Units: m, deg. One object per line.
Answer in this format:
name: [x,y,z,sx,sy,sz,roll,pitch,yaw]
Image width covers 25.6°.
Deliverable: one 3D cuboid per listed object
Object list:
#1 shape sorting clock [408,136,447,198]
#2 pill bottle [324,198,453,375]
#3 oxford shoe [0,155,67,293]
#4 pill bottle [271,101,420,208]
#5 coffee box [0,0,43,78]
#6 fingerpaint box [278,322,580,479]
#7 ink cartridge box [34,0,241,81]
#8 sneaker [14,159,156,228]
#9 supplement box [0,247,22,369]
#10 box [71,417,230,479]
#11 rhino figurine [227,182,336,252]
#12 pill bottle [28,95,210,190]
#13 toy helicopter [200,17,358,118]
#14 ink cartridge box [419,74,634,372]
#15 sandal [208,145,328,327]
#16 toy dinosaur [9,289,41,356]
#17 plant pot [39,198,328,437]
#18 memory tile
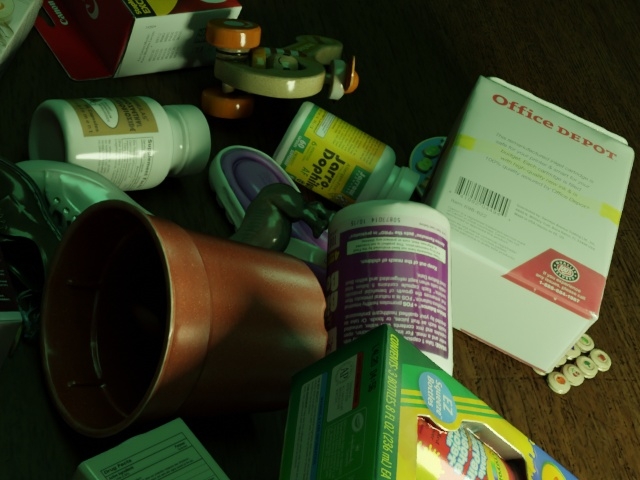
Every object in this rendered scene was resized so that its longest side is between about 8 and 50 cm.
shape sorting clock: [0.239,-0.094,2.294,0.206,0.040,0.206,17,41,-16]
pill bottle: [0.088,0.113,1.832,0.169,0.169,0.302,11,66,-22]
oxford shoe: [-0.392,-0.028,1.763,0.227,0.083,0.096,47,30,8]
pill bottle: [0.040,-0.112,2.128,0.208,0.118,0.118,30,39,-2]
coffee box: [-0.499,-0.310,2.015,0.141,0.098,0.246,23,40,-8]
fingerpaint box: [0.128,0.375,1.527,0.371,0.163,0.445,40,36,-26]
ink cartridge box: [-0.325,-0.406,2.202,0.271,0.130,0.309,-15,57,-39]
sneaker: [-0.287,-0.004,1.819,0.290,0.106,0.123,26,37,-7]
supplement box: [-0.428,0.042,1.666,0.073,0.130,0.239,0,49,-33]
box: [-0.159,0.335,1.527,0.148,0.127,0.232,-20,60,-44]
rhino figurine: [-0.086,0.027,1.885,0.106,0.073,0.243,34,76,4]
pill bottle: [-0.274,-0.133,1.944,0.229,0.131,0.131,-7,52,-37]
toy helicopter: [-0.029,-0.281,2.231,0.234,0.140,0.355,11,20,15]
ink cartridge box: [0.295,-0.033,2.128,0.279,0.160,0.385,26,47,-1]
sandal: [-0.010,0.005,1.986,0.416,0.102,0.169,45,42,17]
toy dinosaur: [-0.376,0.086,1.725,0.082,0.047,0.090,27,47,27]
plant pot: [-0.152,0.102,1.685,0.265,0.272,0.272,8,43,-42]
memory tile: [0.364,0.168,2.118,0.148,0.012,0.113,-20,60,-43]
